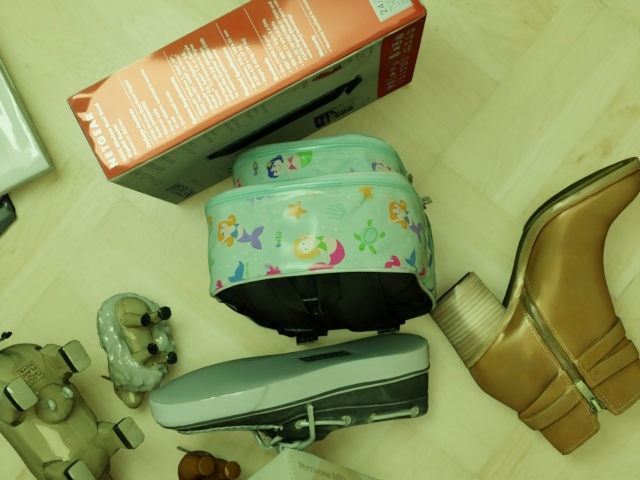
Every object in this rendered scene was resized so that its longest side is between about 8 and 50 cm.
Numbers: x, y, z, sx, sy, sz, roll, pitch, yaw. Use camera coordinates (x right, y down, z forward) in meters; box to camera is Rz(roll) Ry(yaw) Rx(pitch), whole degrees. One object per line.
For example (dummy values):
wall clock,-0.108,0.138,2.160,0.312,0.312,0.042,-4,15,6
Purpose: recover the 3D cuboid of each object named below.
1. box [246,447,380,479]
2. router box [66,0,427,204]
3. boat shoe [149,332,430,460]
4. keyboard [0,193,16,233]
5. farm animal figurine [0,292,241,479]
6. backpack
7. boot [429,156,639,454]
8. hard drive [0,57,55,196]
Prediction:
box,0.007,0.367,1.054,0.148,0.311,0.121,26,123,-36
router box,-0.055,-0.147,1.089,0.301,0.335,0.082,-28,88,2
boat shoe,-0.024,0.172,1.169,0.306,0.113,0.104,-9,101,-30
keyboard,-0.507,0.006,1.248,0.201,0.033,0.317,44,90,2
farm animal figurine,-0.269,0.246,1.153,0.330,0.172,0.326,-18,88,-37
backpack,0.000,0.000,1.114,0.225,0.253,0.191,-6,82,11
boot,0.281,0.070,1.188,0.283,0.109,0.220,-42,87,3
hard drive,-0.496,-0.102,1.210,0.353,0.047,0.233,-27,90,0
